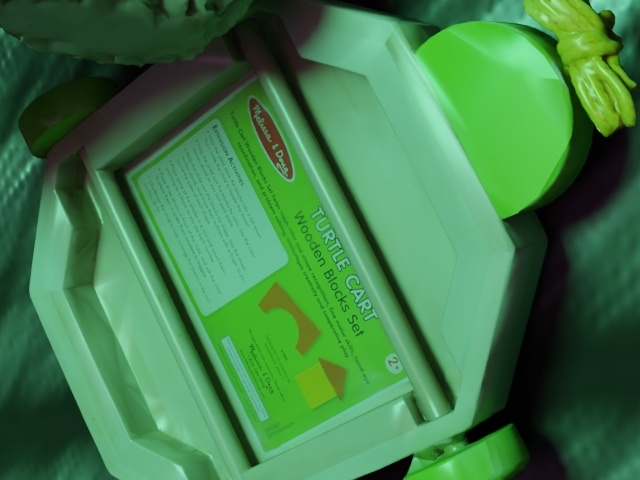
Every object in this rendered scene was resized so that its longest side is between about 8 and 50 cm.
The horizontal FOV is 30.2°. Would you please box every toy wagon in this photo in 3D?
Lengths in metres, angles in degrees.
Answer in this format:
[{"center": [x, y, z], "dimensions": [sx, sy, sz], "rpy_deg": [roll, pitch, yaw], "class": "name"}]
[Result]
[{"center": [0.000, 0.000, 0.550], "dimensions": [0.344, 0.068, 0.267], "rpy_deg": [-32, 80, 32], "class": "toy wagon"}]

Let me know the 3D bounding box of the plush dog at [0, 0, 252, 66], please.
[{"center": [-0.174, -0.179, 0.466], "dimensions": [0.262, 0.210, 0.226], "rpy_deg": [-17, 72, 14], "class": "plush dog"}]
